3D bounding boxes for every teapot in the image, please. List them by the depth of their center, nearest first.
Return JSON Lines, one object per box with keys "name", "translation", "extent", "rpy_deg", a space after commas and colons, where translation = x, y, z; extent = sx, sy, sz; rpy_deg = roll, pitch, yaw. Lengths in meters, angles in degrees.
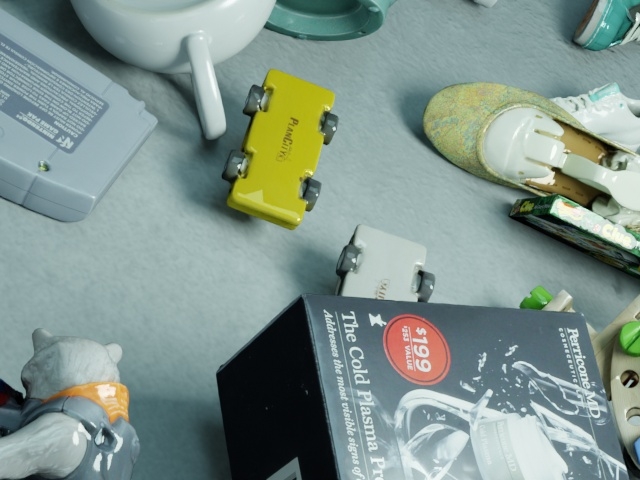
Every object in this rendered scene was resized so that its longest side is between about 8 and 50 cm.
{"name": "teapot", "translation": [-0.154, -0.271, 1.788], "extent": [0.252, 0.187, 0.256], "rpy_deg": [26, 65, 17]}

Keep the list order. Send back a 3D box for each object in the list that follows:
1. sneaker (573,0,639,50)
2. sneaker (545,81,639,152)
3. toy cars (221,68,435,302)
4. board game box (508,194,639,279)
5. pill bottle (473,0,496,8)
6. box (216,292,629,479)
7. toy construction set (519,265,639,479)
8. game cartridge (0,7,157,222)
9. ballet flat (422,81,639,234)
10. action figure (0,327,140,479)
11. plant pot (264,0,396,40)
{"name": "sneaker", "translation": [0.455, -0.331, 2.298], "extent": [0.121, 0.108, 0.302], "rpy_deg": [36, 39, 7]}
{"name": "sneaker", "translation": [0.341, -0.167, 2.079], "extent": [0.212, 0.094, 0.080], "rpy_deg": [2, 52, -32]}
{"name": "toy cars", "translation": [0.000, 0.000, 1.705], "extent": [0.176, 0.087, 0.394], "rpy_deg": [-17, 66, -29]}
{"name": "board game box", "translation": [0.358, 0.013, 1.905], "extent": [0.259, 0.136, 0.030], "rpy_deg": [25, 81, -13]}
{"name": "pill bottle", "translation": [0.166, -0.387, 2.158], "extent": [0.180, 0.108, 0.108], "rpy_deg": [28, 41, -9]}
{"name": "box", "translation": [0.105, 0.240, 1.432], "extent": [0.312, 0.179, 0.343], "rpy_deg": [5, 60, -31]}
{"name": "toy construction set", "translation": [0.362, 0.095, 1.781], "extent": [0.237, 0.257, 0.309], "rpy_deg": [38, 19, 21]}
{"name": "game cartridge", "translation": [-0.328, -0.144, 1.641], "extent": [0.294, 0.060, 0.196], "rpy_deg": [33, 37, -3]}
{"name": "ballet flat", "translation": [0.291, -0.095, 1.947], "extent": [0.348, 0.123, 0.123], "rpy_deg": [23, 42, -18]}
{"name": "action figure", "translation": [-0.186, 0.232, 1.212], "extent": [0.178, 0.341, 0.330], "rpy_deg": [0, 79, 10]}
{"name": "plant pot", "translation": [0.000, -0.355, 1.916], "extent": [0.293, 0.293, 0.196], "rpy_deg": [14, 72, -23]}
